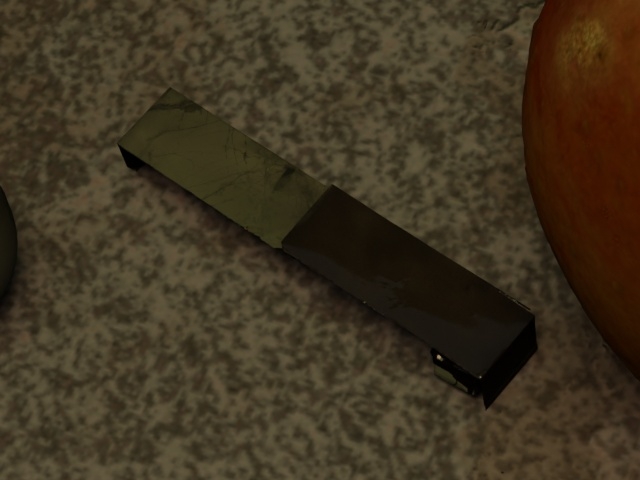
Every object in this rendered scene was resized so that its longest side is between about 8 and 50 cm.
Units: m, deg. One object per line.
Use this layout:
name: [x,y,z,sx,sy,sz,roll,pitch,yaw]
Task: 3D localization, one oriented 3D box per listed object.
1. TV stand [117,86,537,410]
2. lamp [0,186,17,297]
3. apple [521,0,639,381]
TV stand: [0.000,0.000,1.060,0.256,0.040,0.049,33,70,24]
lamp: [-0.215,0.000,1.056,0.105,0.105,0.105,-4,59,6]
apple: [0.265,-0.043,0.884,0.339,0.339,0.339,-4,59,6]
